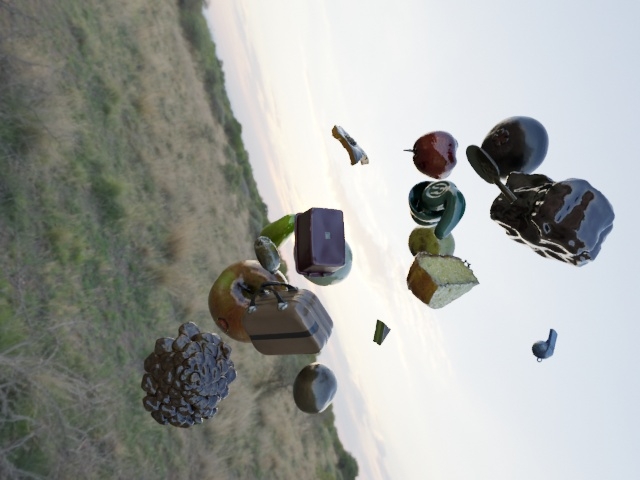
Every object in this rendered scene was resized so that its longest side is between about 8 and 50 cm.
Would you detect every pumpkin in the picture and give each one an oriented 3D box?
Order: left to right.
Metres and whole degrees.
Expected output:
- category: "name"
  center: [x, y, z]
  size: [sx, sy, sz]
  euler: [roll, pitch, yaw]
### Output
- category: "pumpkin"
  center: [0.143, -0.519, 2.251]
  size: [0.290, 0.095, 0.258]
  euler: [50, 19, 9]

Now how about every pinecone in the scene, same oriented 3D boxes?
- category: "pinecone"
  center: [-0.312, 0.324, 0.996]
  size: [0.202, 0.229, 0.201]
  euler: [35, -21, 24]

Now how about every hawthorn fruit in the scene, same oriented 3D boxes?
- category: "hawthorn fruit"
  center: [0.517, -0.410, 1.963]
  size: [0.210, 0.265, 0.231]
  euler: [-161, -99, -72]

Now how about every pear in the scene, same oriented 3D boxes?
- category: "pear"
  center: [0.643, 0.028, 2.433]
  size: [0.283, 0.283, 0.284]
  euler: [162, -90, -83]

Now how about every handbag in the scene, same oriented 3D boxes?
- category: "handbag"
  center: [-0.132, 0.261, 1.448]
  size: [0.149, 0.301, 0.284]
  euler: [-51, 124, -49]

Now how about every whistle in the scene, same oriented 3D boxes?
- category: "whistle"
  center: [0.969, 0.459, 1.823]
  size: [0.090, 0.090, 0.158]
  euler: [85, 29, -62]

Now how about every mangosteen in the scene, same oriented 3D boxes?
- category: "mangosteen"
  center: [0.834, -0.375, 1.773]
  size: [0.302, 0.275, 0.275]
  euler: [17, 37, -40]

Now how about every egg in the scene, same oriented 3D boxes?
- category: "egg"
  center: [0.029, 0.092, 2.092]
  size: [0.336, 0.278, 0.279]
  euler: [35, 22, -43]

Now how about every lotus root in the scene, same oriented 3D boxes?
- category: "lotus root"
  center: [-0.221, 0.070, 1.768]
  size: [0.113, 0.088, 0.192]
  euler: [38, -29, 43]

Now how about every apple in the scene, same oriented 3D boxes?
- category: "apple"
  center: [-0.337, 0.297, 2.011]
  size: [0.334, 0.399, 0.401]
  euler: [105, -32, -60]

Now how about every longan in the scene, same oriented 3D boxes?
- category: "longan"
  center: [-0.021, 0.530, 1.501]
  size: [0.187, 0.167, 0.168]
  euler: [-64, 142, -64]

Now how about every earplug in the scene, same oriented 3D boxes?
- category: "earplug"
  center: [0.412, -0.107, 1.487]
  size: [0.280, 0.163, 0.258]
  euler: [87, -18, -69]

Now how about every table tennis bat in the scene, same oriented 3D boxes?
- category: "table tennis bat"
  center: [0.553, -0.217, 1.362]
  size: [0.235, 0.022, 0.131]
  euler: [55, -4, 14]

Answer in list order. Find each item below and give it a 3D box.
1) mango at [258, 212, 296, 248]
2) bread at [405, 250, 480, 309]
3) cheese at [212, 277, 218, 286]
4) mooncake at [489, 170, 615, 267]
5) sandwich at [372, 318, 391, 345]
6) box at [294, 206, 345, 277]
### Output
- category: "mango"
  center: [-0.217, -0.043, 2.215]
  size: [0.143, 0.293, 0.175]
  euler: [50, 40, -6]
- category: "bread"
  center: [0.328, 0.119, 1.191]
  size: [0.134, 0.260, 0.129]
  euler: [-56, -129, 32]
- category: "cheese"
  center: [-0.525, 0.352, 2.596]
  size: [0.327, 0.115, 0.318]
  euler: [54, 11, -16]
- category: "mooncake"
  center: [0.792, -0.069, 1.444]
  size: [0.350, 0.212, 0.381]
  euler: [34, -1, -6]
- category: "sandwich"
  center: [0.320, 0.506, 2.305]
  size: [0.074, 0.117, 0.074]
  euler: [44, -15, -34]
- category: "box"
  center: [0.000, 0.000, 1.757]
  size: [0.167, 0.193, 0.295]
  euler: [148, -57, -65]
